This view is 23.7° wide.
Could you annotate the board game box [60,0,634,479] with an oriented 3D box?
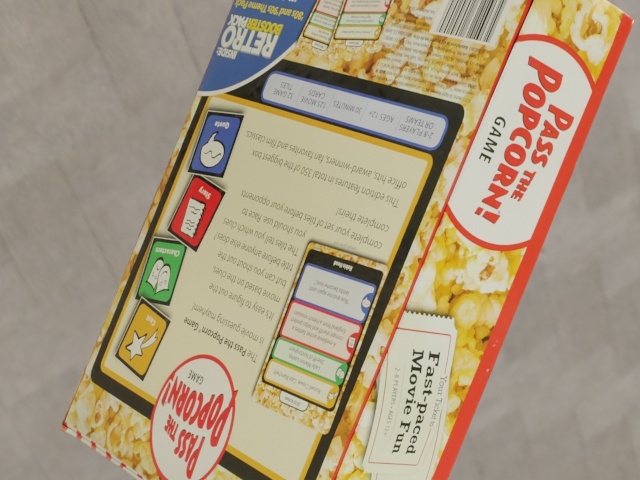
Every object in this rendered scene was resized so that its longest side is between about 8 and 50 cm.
[{"bbox_3d":[0.000,0.000,0.494,0.045,0.147,0.193,23,90,-39],"label":"board game box"}]
